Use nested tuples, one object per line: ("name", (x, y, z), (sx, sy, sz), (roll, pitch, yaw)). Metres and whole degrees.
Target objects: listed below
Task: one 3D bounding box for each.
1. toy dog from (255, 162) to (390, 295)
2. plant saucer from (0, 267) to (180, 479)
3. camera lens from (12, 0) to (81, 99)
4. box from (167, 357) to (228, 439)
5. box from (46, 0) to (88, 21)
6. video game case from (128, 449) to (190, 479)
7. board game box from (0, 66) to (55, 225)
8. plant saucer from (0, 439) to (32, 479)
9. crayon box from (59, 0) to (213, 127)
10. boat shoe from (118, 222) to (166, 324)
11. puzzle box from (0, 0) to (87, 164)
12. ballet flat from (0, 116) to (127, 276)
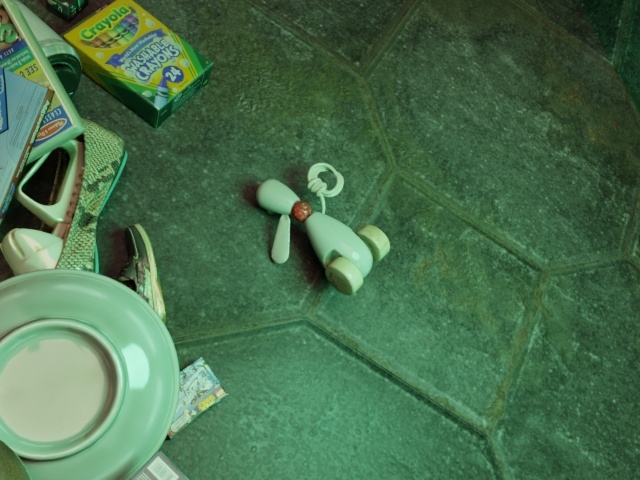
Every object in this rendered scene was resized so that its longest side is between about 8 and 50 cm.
("toy dog", (0.000, 0.000, 1.362), (0.220, 0.161, 0.333), (-21, 60, -24))
("plant saucer", (-0.426, 0.236, 0.964), (0.401, 0.100, 0.400), (4, 77, -18))
("camera lens", (-0.654, -0.379, 1.229), (0.274, 0.219, 0.219), (42, 59, 2))
("box", (-0.261, 0.304, 1.164), (0.137, 0.027, 0.094), (-33, 79, -30))
("box", (-0.606, -0.579, 1.439), (0.062, 0.052, 0.083), (30, 60, -4))
("video game case", (-0.272, 0.482, 0.883), (0.196, 0.026, 0.274), (44, 60, 4))
("board game box", (-0.590, -0.164, 1.058), (0.145, 0.027, 0.281), (24, 94, -1))
("plant saucer", (-0.539, 0.419, 0.829), (0.311, 0.050, 0.310), (-3, 76, 12))
("crayon box", (-0.446, -0.440, 1.416), (0.323, 0.083, 0.203), (37, 59, 0))
("boat shoe", (-0.367, 0.072, 1.205), (0.074, 0.080, 0.223), (-11, 75, -30))
("puzzle box", (-0.673, -0.222, 1.097), (0.409, 0.052, 0.272), (-29, 92, 3))
("ballet flat", (-0.503, -0.036, 1.147), (0.182, 0.164, 0.482), (35, 48, -45))
